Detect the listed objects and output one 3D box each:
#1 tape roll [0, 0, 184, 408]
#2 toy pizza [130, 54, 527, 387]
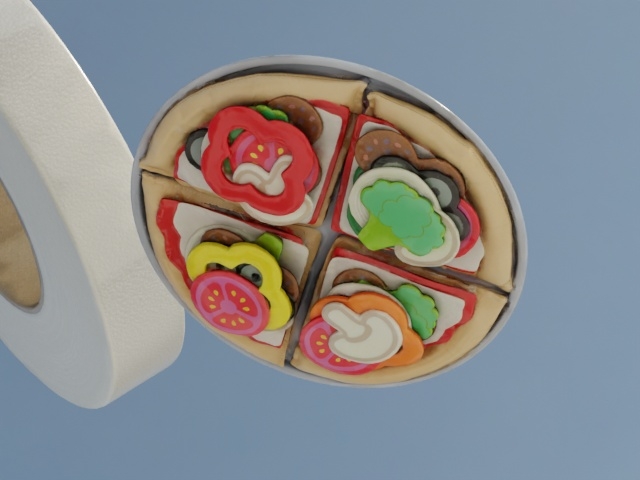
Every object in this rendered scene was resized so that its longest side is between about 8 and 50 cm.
[{"bbox_3d":[-0.246,-0.050,1.539,0.072,0.392,0.392,-32,-45,-22],"label":"tape roll"},{"bbox_3d":[0.000,0.000,0.957,0.201,0.032,0.201,9,-51,12],"label":"toy pizza"}]
